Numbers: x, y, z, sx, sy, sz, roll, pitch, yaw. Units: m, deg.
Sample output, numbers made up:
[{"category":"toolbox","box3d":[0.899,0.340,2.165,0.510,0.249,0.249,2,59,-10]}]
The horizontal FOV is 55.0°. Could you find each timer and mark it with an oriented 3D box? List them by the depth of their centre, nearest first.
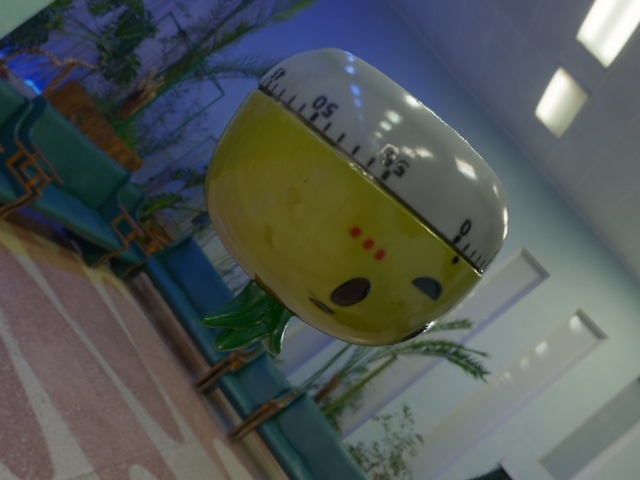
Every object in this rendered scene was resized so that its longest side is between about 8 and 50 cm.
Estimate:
[{"category":"timer","box3d":[0.000,0.000,0.553,0.285,0.285,0.285,52,-4,5]}]
